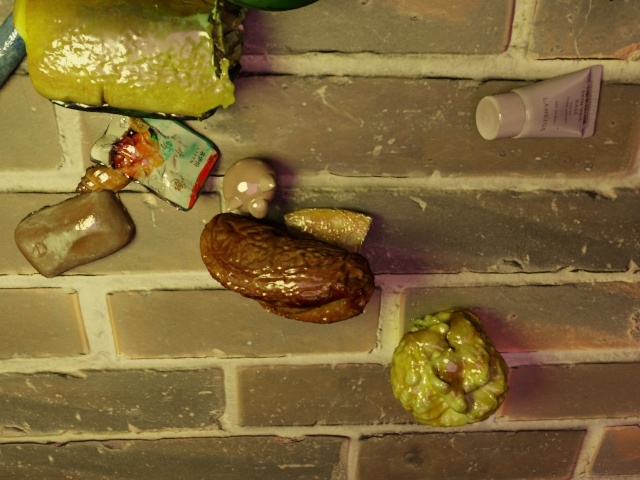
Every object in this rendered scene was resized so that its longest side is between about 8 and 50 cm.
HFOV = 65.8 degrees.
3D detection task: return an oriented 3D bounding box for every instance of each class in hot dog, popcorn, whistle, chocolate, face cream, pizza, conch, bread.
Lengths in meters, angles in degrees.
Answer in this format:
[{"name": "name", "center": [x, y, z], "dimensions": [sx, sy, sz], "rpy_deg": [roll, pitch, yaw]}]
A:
[{"name": "hot dog", "center": [-0.077, 0.066, 1.015], "dimensions": [0.388, 0.267, 0.174], "rpy_deg": [18, 79, 30]}, {"name": "popcorn", "center": [0.301, 0.317, 1.201], "dimensions": [0.282, 0.282, 0.247], "rpy_deg": [-20, 136, 5]}, {"name": "whistle", "center": [-0.610, -0.352, 0.944], "dimensions": [0.304, 0.062, 0.062], "rpy_deg": [-41, 110, 14]}, {"name": "chocolate", "center": [-0.550, -0.007, 1.092], "dimensions": [0.262, 0.083, 0.161], "rpy_deg": [-24, 115, 6]}, {"name": "face cream", "center": [0.470, -0.275, 1.045], "dimensions": [0.274, 0.096, 0.154], "rpy_deg": [-12, 112, -13]}, {"name": "pizza", "center": [0.004, 0.009, 1.147], "dimensions": [0.204, 0.080, 0.188], "rpy_deg": [15, 96, 4]}, {"name": "conch", "center": [-0.412, -0.175, 1.034], "dimensions": [0.086, 0.080, 0.232], "rpy_deg": [40, 82, -32]}, {"name": "bread", "center": [-0.327, -0.341, 0.873], "dimensions": [0.377, 0.208, 0.251], "rpy_deg": [6, 106, -12]}]

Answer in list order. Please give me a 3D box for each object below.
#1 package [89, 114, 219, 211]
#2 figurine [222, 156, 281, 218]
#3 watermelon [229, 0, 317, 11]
[{"name": "package", "center": [-0.331, -0.178, 1.000], "dimensions": [0.232, 0.040, 0.166], "rpy_deg": [31, 74, -23]}, {"name": "figurine", "center": [-0.145, -0.112, 1.043], "dimensions": [0.125, 0.138, 0.125], "rpy_deg": [-4, 120, -7]}, {"name": "watermelon", "center": [-0.093, -0.532, 0.746], "dimensions": [0.364, 0.363, 0.363], "rpy_deg": [-1, 114, -3]}]
